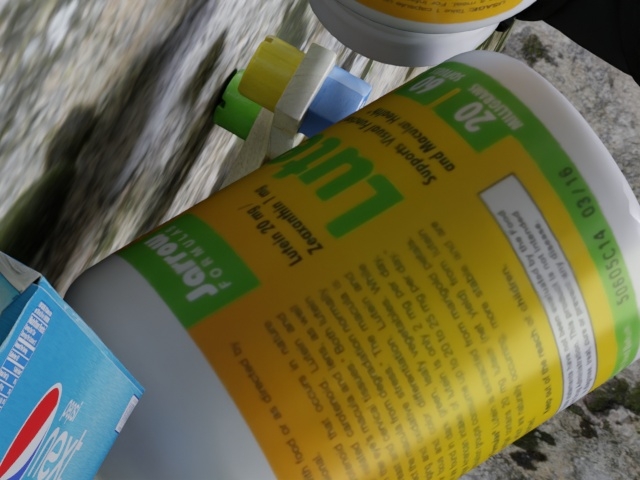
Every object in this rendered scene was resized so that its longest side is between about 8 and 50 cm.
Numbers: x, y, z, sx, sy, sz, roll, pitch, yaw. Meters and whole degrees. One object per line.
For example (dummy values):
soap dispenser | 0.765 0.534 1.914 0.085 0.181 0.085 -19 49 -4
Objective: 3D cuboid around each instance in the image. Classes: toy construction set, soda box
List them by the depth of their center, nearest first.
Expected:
soda box | -0.099 0.038 0.424 0.067 0.071 0.210 -61 175 -11
toy construction set | 0.000 0.000 0.873 0.215 0.151 0.327 -62 164 13

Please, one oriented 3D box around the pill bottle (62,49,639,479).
pill bottle | -0.009 0.044 0.623 0.245 0.136 0.136 -31 166 -15

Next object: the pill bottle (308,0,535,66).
pill bottle | 0.045 -0.144 0.591 0.118 0.117 0.208 -59 174 -20

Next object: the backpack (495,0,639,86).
backpack | 0.203 -0.254 0.783 0.273 0.290 0.355 -53 163 -21
